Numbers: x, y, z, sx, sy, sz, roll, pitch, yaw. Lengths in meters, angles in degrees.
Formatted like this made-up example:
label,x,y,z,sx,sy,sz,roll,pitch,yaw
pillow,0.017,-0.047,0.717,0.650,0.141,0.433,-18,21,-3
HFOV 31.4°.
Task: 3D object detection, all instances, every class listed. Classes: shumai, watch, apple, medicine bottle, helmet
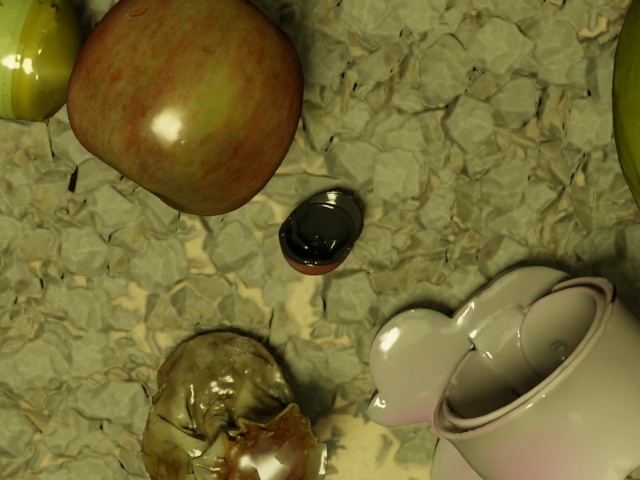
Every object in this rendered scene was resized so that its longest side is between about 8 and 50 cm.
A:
label,x,y,z,sx,sy,sz,roll,pitch,yaw
shumai,-0.079,0.194,1.015,0.161,0.153,0.209,0,98,-10
watch,0.170,0.133,0.975,0.248,0.217,0.211,-40,100,5
apple,-0.106,-0.119,0.927,0.188,0.188,0.174,33,89,-9
medicine bottle,-0.315,-0.171,0.940,0.239,0.124,0.124,13,101,-5
helmet,0.001,0.000,1.026,0.084,0.049,0.065,-40,67,-21

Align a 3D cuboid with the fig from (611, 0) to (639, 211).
label,x,y,z,sx,sy,sz,roll,pitch,yaw
fig,0.387,-0.099,0.898,0.343,0.343,0.343,-1,102,-3
